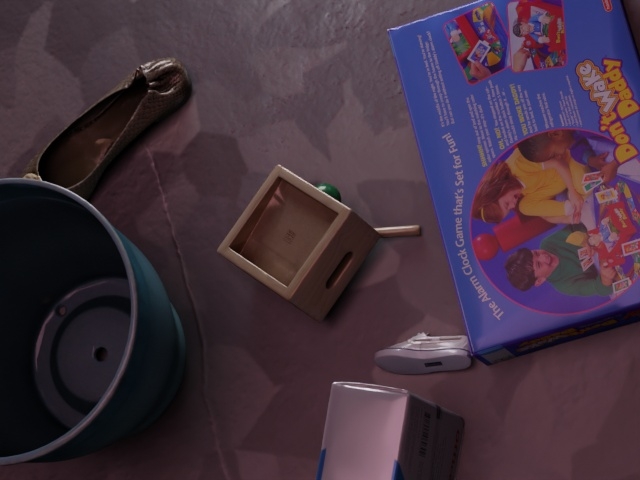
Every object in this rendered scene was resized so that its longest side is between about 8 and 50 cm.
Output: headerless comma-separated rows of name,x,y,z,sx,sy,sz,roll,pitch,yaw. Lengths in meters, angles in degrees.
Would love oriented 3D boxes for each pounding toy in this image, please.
pounding toy,0.000,0.000,1.803,0.130,0.100,0.141,33,86,35

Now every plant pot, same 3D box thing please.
plant pot,-0.262,0.100,1.765,0.271,0.255,0.272,-4,77,16

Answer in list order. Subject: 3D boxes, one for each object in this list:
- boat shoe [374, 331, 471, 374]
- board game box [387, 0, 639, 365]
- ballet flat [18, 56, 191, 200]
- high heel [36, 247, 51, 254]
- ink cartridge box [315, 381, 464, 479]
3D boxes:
boat shoe,0.103,0.110,1.773,0.100,0.035,0.035,-6,49,20
board game box,0.223,-0.077,1.750,0.233,0.078,0.347,-17,74,13
ballet flat,-0.244,-0.109,1.910,0.250,0.058,0.084,-40,69,6
high heel,-0.400,0.058,1.902,0.261,0.093,0.186,5,78,29
ink cartridge box,0.065,0.217,1.673,0.082,0.190,0.140,7,80,20
